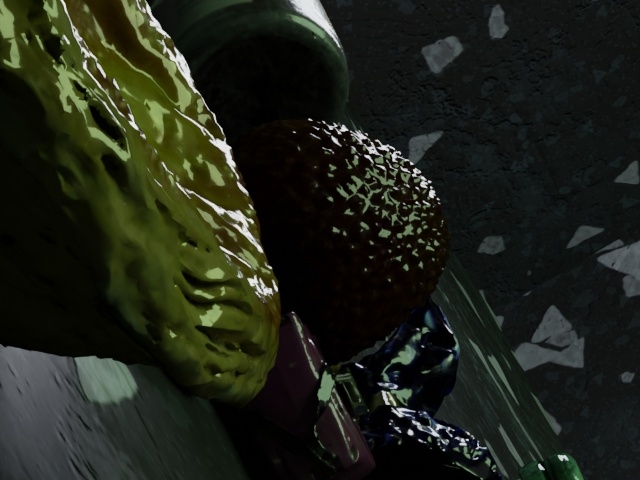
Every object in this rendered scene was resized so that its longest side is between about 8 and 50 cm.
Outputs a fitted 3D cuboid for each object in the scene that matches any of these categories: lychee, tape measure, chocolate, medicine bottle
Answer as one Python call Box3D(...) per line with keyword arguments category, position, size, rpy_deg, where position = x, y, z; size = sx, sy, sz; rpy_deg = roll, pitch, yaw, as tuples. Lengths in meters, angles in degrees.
Box3D(category="lychee", position=(-0.004, 0.002, 1.405), size=(0.194, 0.194, 0.194), rpy_deg=(58, 7, -11))
Box3D(category="tape measure", position=(-0.012, 0.108, 1.252), size=(0.118, 0.074, 0.125), rpy_deg=(64, 2, 4))
Box3D(category="chocolate", position=(0.055, 0.137, 1.460), size=(0.126, 0.148, 0.343), rpy_deg=(14, 19, -7))
Box3D(category="medicine bottle", position=(-0.082, -0.188, 1.682), size=(0.165, 0.165, 0.273), rpy_deg=(54, 8, -36))

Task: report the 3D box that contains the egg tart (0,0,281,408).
Box3D(category="egg tart", position=(-0.136, -0.061, 0.864), size=(0.341, 0.132, 0.341), rpy_deg=(59, 6, -10))

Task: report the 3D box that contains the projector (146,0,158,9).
Box3D(category="projector", position=(-0.152, -0.203, 1.373), size=(0.108, 0.108, 0.337), rpy_deg=(58, 2, -8))

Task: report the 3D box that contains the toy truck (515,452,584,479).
Box3D(category="toy truck", position=(0.162, 0.279, 1.494), size=(0.279, 0.155, 0.156), rpy_deg=(-100, 166, -73))

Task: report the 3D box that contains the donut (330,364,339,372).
Box3D(category="donut", position=(-0.021, 0.069, 1.534), size=(0.097, 0.043, 0.108), rpy_deg=(56, 3, -28))
